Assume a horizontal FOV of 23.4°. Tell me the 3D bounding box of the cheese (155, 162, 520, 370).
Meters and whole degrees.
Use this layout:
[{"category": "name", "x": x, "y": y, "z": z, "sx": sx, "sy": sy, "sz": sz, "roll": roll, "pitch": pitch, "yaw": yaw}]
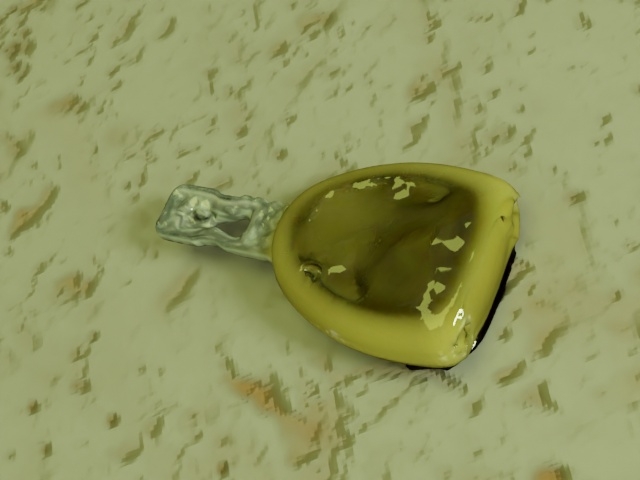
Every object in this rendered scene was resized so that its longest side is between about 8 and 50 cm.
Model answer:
[{"category": "cheese", "x": 0.001, "y": 0.000, "z": 0.647, "sx": 0.162, "sy": 0.036, "sz": 0.086, "roll": 12, "pitch": 72, "yaw": 32}]
